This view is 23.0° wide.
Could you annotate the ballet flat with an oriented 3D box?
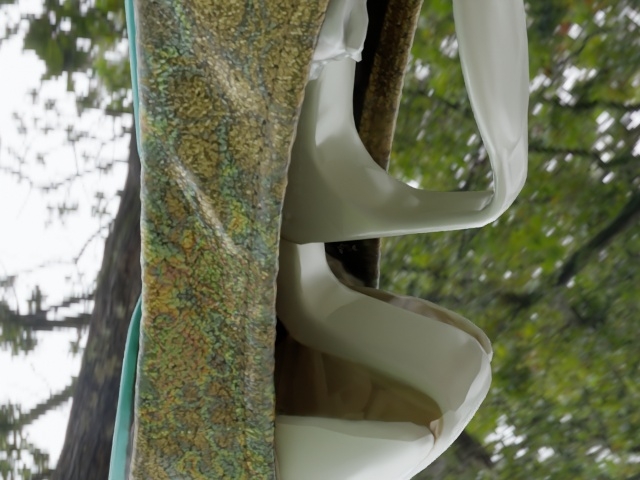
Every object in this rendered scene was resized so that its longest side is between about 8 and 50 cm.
[{"bbox_3d":[0.000,0.000,0.456,0.123,0.349,0.123,3,-153,-1],"label":"ballet flat"}]
